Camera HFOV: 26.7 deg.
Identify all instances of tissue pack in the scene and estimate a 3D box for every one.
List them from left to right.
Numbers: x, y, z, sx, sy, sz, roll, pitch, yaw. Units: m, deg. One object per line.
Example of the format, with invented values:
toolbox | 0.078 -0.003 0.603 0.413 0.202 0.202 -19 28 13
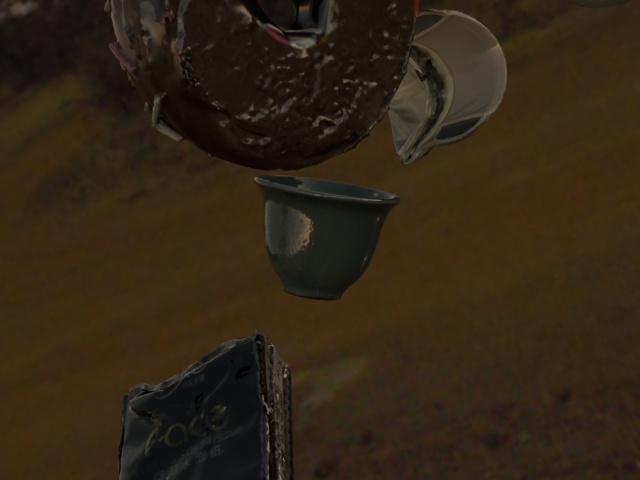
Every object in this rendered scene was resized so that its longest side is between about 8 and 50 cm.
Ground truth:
tissue pack | -0.156 0.288 1.753 0.245 0.123 0.332 -21 38 14

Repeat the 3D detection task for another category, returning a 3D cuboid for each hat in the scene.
hat | 0.168 -0.236 1.925 0.226 0.220 0.164 -16 2 23

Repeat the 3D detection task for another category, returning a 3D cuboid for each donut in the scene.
donut | -0.044 -0.181 1.026 0.269 0.270 0.103 -39 22 -29

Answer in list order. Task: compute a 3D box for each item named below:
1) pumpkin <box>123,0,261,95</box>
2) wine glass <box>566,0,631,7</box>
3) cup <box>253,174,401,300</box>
pumpkin | -0.091 -0.274 1.309 0.139 0.281 0.190 7 9 41
wine glass | 0.130 -0.171 0.664 0.103 0.231 0.103 -46 -25 -29
cup | 0.000 0.000 1.798 0.199 0.150 0.199 8 7 -1
